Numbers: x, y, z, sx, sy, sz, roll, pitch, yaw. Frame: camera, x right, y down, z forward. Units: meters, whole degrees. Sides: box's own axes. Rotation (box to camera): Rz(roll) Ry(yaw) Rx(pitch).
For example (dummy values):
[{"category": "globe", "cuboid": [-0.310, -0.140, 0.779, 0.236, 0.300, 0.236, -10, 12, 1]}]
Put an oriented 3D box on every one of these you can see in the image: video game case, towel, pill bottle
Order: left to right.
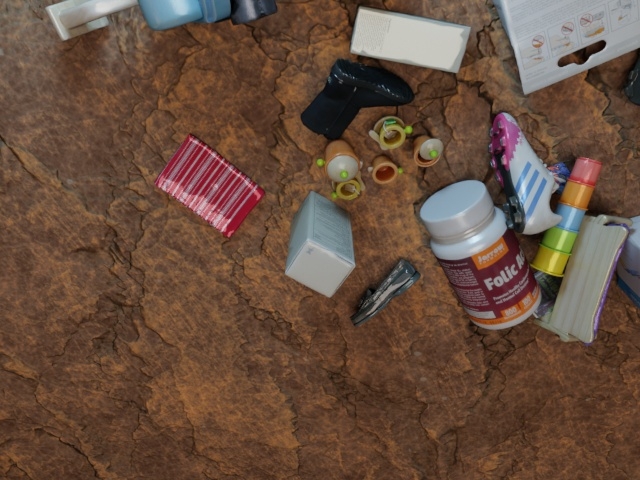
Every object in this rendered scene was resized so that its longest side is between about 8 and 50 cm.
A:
[{"category": "towel", "cuboid": [-0.321, -0.151, 1.490, 0.275, 0.031, 0.199, 38, 112, -16]}, {"category": "pill bottle", "cuboid": [0.451, 0.041, 1.451, 0.224, 0.224, 0.392, -27, 114, 15]}, {"category": "video game case", "cuboid": [0.734, 0.168, 1.621, 0.173, 0.022, 0.190, -37, 110, 18]}]

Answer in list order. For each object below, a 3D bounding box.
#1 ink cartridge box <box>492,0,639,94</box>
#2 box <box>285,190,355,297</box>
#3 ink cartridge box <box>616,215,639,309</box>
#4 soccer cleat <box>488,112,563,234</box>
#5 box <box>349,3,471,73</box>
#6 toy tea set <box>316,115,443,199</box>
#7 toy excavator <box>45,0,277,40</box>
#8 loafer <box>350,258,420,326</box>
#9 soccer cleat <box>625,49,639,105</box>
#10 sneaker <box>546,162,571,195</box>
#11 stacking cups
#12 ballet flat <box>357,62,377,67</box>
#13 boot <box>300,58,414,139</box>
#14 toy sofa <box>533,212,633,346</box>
[{"category": "ink cartridge box", "cuboid": [0.577, -0.590, 1.213, 0.308, 0.091, 0.385, -21, 120, 12]}, {"category": "box", "cuboid": [0.000, 0.000, 1.397, 0.148, 0.311, 0.121, 30, 114, -13]}, {"category": "ink cartridge box", "cuboid": [0.971, 0.058, 1.473, 0.171, 0.168, 0.233, -17, 116, 10]}, {"category": "soccer cleat", "cuboid": [0.537, -0.178, 1.342, 0.143, 0.116, 0.331, -7, 79, -2]}, {"category": "box", "cuboid": [0.214, -0.496, 1.258, 0.275, 0.094, 0.113, 11, 117, -4]}, {"category": "toy tea set", "cuboid": [0.160, -0.207, 1.368, 0.336, 0.124, 0.200, -23, 132, 13]}, {"category": "toy excavator", "cuboid": [-0.382, -0.563, 1.150, 0.445, 0.433, 0.222, -26, 121, -16]}, {"category": "loafer", "cuboid": [0.188, 0.162, 1.611, 0.267, 0.096, 0.084, -40, 89, 13]}, {"category": "soccer cleat", "cuboid": [0.850, -0.477, 1.266, 0.121, 0.093, 0.289, -4, 117, -30]}, {"category": "sneaker", "cuboid": [0.637, -0.179, 1.425, 0.221, 0.083, 0.087, 14, 103, -11]}, {"category": "stacking cups", "cuboid": [0.670, -0.062, 1.375, 0.096, 0.096, 0.316, 17, 105, -7]}, {"category": "ballet flat", "cuboid": [0.092, -0.436, 1.326, 0.114, 0.041, 0.041, -19, 115, 10]}, {"category": "boot", "cuboid": [0.092, -0.350, 1.336, 0.246, 0.094, 0.207, 7, 145, -28]}, {"category": "toy sofa", "cuboid": [0.756, 0.105, 1.431, 0.150, 0.177, 0.363, 4, 103, -34]}]
